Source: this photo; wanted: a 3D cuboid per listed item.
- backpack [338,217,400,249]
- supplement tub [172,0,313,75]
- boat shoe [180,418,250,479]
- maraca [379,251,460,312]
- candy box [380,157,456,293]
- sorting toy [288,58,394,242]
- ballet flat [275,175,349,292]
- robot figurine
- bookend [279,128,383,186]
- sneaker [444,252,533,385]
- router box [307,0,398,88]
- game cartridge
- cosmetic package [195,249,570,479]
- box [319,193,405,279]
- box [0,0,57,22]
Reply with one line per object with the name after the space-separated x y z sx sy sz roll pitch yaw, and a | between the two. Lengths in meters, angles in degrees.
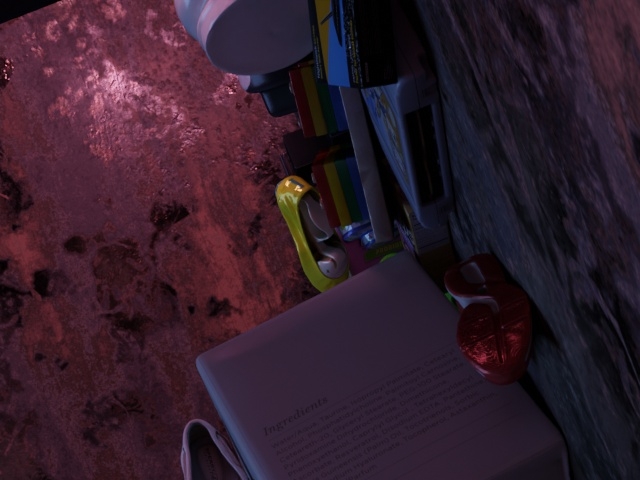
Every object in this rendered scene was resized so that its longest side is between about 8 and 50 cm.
0.083 -0.034 2.018 0.105 0.114 0.084 93 155 -82 | backpack
-0.121 -0.417 1.873 0.228 0.228 0.316 74 174 -63 | supplement tub
-0.116 0.344 1.618 0.277 0.098 0.096 59 171 34 | boat shoe
0.145 0.076 1.903 0.185 0.099 0.127 10 127 56 | maraca
0.135 -0.021 1.750 0.187 0.053 0.109 73 175 -49 | candy box
0.029 -0.137 1.769 0.257 0.089 0.255 -73 -30 -78 | sorting toy
0.000 0.000 2.049 0.077 0.077 0.231 13 137 49 | ballet flat
-0.074 -0.348 2.137 0.278 0.173 0.209 69 167 -13 | robot figurine
0.013 -0.156 2.024 0.157 0.156 0.072 79 170 -71 | bookend
0.200 0.112 1.391 0.128 0.087 0.221 60 -167 -26 | sneaker
0.028 -0.252 1.374 0.133 0.046 0.179 -158 59 -67 | router box
0.089 -0.167 1.523 0.297 0.062 0.198 72 171 -56 | game cartridge
0.091 0.295 1.662 0.394 0.327 0.329 53 167 47 | cosmetic package
0.096 0.026 2.224 0.213 0.117 0.243 -125 13 -79 | box
-0.284 -0.544 1.504 0.297 0.471 0.480 -120 9 -74 | box
